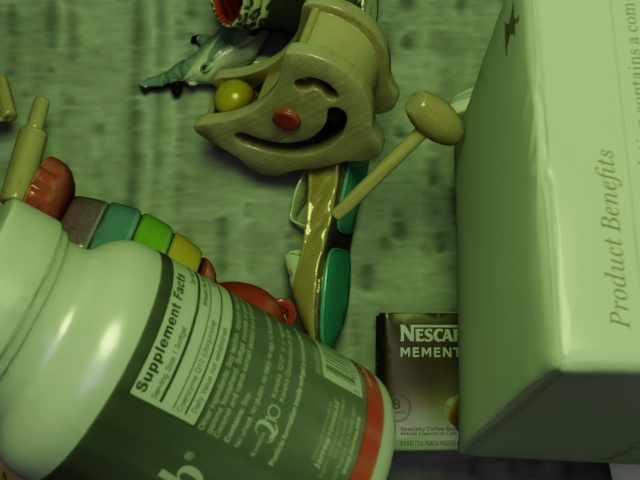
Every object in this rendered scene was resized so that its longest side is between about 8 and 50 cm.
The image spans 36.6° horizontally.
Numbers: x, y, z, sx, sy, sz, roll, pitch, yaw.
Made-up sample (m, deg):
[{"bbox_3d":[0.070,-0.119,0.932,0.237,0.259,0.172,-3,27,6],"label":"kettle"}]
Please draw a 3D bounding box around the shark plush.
[{"bbox_3d":[-0.119,-0.201,1.058,0.161,0.073,0.067,-33,64,13],"label":"shark plush"}]

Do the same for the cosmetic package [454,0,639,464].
[{"bbox_3d":[0.328,-0.005,0.785,0.394,0.327,0.329,3,68,-1],"label":"cosmetic package"}]

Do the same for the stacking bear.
[{"bbox_3d":[-0.169,0.058,0.965,0.289,0.164,0.175,25,88,-11],"label":"stacking bear"}]

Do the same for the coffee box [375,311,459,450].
[{"bbox_3d":[0.182,0.142,0.997,0.247,0.098,0.141,1,85,-3],"label":"coffee box"}]

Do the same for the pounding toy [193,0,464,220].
[{"bbox_3d":[-0.014,-0.121,0.924,0.270,0.154,0.154,-7,51,36],"label":"pounding toy"}]

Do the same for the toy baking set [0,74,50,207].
[{"bbox_3d":[-0.377,-0.054,0.995,0.197,0.030,0.256,-5,63,17],"label":"toy baking set"}]

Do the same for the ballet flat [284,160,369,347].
[{"bbox_3d":[0.000,0.000,1.028,0.073,0.080,0.232,7,81,27],"label":"ballet flat"}]

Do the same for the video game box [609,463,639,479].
[{"bbox_3d":[0.359,0.289,0.954,0.048,0.187,0.205,-13,87,37],"label":"video game box"}]

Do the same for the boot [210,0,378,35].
[{"bbox_3d":[-0.026,-0.315,1.000,0.179,0.085,0.236,-1,87,-40],"label":"boot"}]

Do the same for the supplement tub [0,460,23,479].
[{"bbox_3d":[-0.263,0.207,0.951,0.200,0.144,0.144,2,84,-2],"label":"supplement tub"}]

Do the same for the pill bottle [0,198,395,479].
[{"bbox_3d":[-0.135,0.128,0.802,0.363,0.210,0.210,31,84,-21],"label":"pill bottle"}]

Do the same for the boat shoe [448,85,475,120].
[{"bbox_3d":[0.216,-0.172,1.049,0.184,0.066,0.063,-18,71,-1],"label":"boat shoe"}]
